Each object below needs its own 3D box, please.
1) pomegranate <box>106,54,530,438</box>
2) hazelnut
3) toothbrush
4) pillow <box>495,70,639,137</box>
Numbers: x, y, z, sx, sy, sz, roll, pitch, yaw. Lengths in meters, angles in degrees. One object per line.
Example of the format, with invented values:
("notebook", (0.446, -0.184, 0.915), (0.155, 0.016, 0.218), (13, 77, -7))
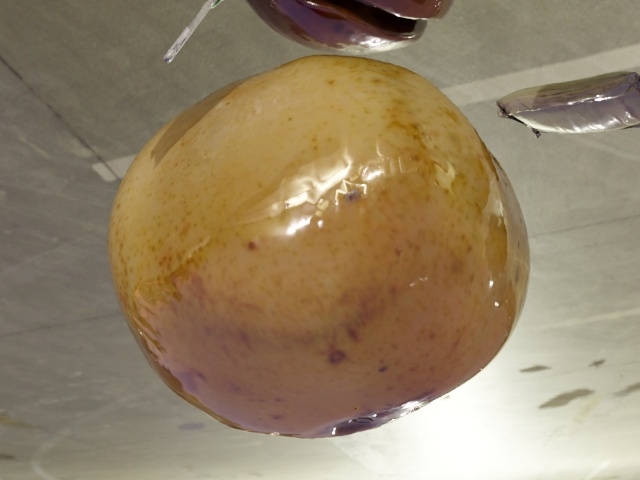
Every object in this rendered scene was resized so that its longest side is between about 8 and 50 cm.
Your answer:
("pomegranate", (0.000, 0.000, 0.593), (0.416, 0.417, 0.417), (-5, 150, -3))
("hazelnut", (0.040, -0.506, 0.869), (0.402, 0.429, 0.402), (-12, 140, -10))
("toothbrush", (-0.228, -0.536, 1.275), (0.040, 0.418, 0.042), (39, 153, -26))
("pillow", (0.352, -0.180, 0.774), (0.119, 0.053, 0.208), (25, 167, -36))
